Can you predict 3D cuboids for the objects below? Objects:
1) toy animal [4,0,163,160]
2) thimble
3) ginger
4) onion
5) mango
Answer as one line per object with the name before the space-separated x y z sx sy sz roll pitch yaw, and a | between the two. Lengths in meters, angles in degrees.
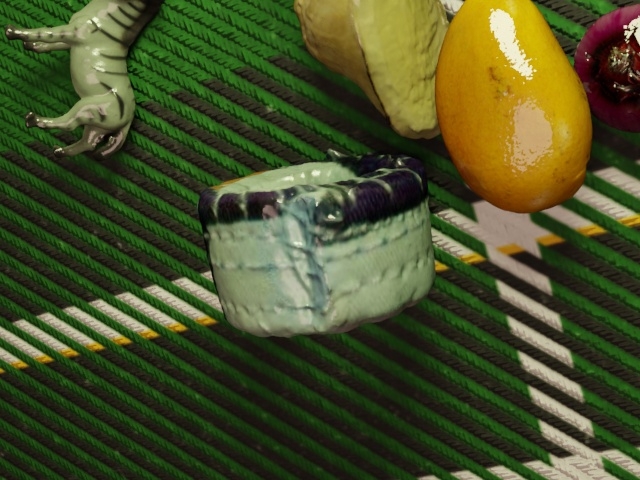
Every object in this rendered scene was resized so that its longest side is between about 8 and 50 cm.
toy animal | -0.241 -0.194 0.977 0.176 0.073 0.217 -5 110 5
thimble | 0.000 0.000 0.865 0.237 0.237 0.150 -7 104 20
ginger | 0.051 -0.182 0.877 0.122 0.115 0.193 -3 116 42
onion | 0.281 -0.153 0.794 0.115 0.104 0.115 2 94 33
mango | 0.172 -0.130 0.829 0.141 0.102 0.217 0 103 61
